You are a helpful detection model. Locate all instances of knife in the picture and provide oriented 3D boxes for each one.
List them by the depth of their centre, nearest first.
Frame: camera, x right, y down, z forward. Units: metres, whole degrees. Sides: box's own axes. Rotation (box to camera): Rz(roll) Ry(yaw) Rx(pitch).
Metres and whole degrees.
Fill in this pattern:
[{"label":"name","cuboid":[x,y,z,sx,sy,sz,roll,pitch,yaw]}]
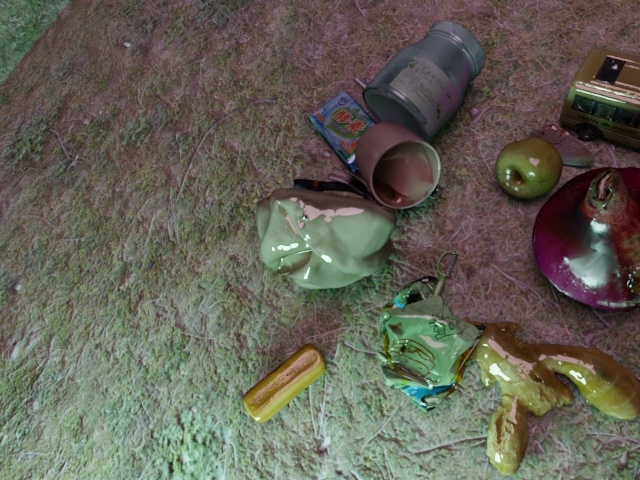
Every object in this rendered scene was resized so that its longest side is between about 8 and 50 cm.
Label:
[{"label":"knife","cuboid":[0.302,0.120,1.340,0.054,0.015,0.212,19,74,24]}]

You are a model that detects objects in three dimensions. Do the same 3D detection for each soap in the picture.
[{"label":"soap","cuboid":[0.089,-0.333,1.565,0.156,0.077,0.293,-37,63,0]}]

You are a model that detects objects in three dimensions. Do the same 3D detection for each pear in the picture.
[{"label":"pear","cuboid":[0.539,-0.188,1.317,0.136,0.167,0.167,-29,59,-27]}]

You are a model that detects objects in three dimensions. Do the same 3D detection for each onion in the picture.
[{"label":"onion","cuboid":[0.631,-0.030,1.101,0.348,0.385,0.348,-17,55,26]}]

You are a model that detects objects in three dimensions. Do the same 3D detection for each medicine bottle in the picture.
[{"label":"medicine bottle","cuboid":[0.302,-0.454,1.459,0.245,0.245,0.290,37,83,27]}]

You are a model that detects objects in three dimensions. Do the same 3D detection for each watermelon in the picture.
[{"label":"watermelon","cuboid":[0.643,-0.254,1.360,0.180,0.094,0.081,24,73,9]}]

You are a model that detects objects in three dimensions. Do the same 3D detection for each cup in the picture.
[{"label":"cup","cuboid":[0.222,-0.202,1.395,0.191,0.253,0.200,-55,27,18]}]

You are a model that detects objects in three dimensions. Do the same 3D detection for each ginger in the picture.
[{"label":"ginger","cuboid":[0.484,0.293,1.153,0.363,0.122,0.348,-30,70,14]}]

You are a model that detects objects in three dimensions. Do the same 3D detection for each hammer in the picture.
[{"label":"hammer","cuboid":[0.014,-0.159,1.461,0.290,0.137,0.037,10,68,48]}]

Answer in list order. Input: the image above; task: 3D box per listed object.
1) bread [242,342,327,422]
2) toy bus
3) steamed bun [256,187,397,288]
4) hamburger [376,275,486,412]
[{"label":"bread","cuboid":[-0.086,0.369,1.319,0.239,0.074,0.092,-38,60,-2]},{"label":"toy bus","cuboid":[0.815,-0.336,1.274,0.365,0.202,0.177,27,76,25]},{"label":"steamed bun","cuboid":[0.000,0.000,1.322,0.367,0.342,0.255,13,94,9]},{"label":"hamburger","cuboid":[0.221,0.233,1.195,0.276,0.150,0.260,48,115,35]}]
